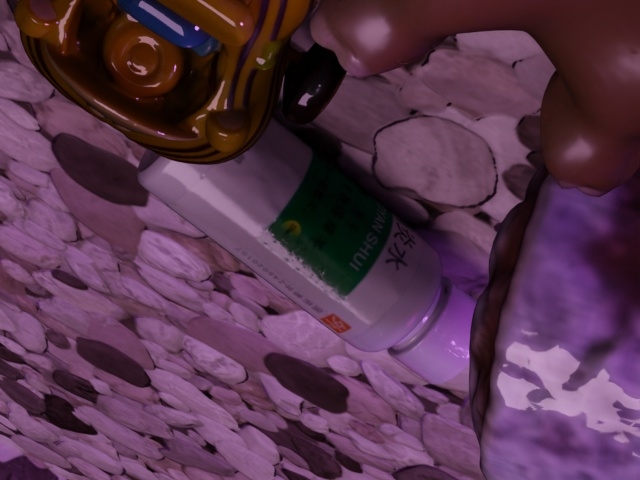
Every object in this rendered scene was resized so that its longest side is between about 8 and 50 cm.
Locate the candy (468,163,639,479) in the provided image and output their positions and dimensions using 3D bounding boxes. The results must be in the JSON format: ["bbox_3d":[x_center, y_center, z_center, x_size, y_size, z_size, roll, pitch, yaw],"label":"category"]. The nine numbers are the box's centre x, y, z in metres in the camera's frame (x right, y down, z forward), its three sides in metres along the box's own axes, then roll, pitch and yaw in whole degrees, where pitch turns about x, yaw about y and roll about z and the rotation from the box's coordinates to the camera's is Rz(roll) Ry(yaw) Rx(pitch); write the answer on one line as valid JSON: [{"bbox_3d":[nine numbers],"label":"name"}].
[{"bbox_3d":[0.169,0.052,0.774,0.157,0.214,0.289,17,163,17],"label":"candy"}]

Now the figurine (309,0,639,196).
[{"bbox_3d":[0.140,-0.148,0.499,0.177,0.173,0.247,26,147,-17],"label":"figurine"}]

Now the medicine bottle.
[{"bbox_3d":[0.000,0.000,0.994,0.260,0.095,0.095,39,153,-17],"label":"medicine bottle"}]

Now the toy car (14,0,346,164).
[{"bbox_3d":[-0.080,-0.125,0.792,0.200,0.142,0.248,31,152,-2],"label":"toy car"}]
